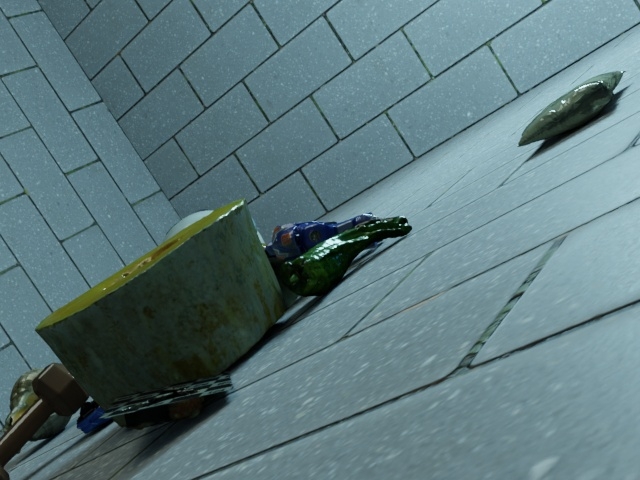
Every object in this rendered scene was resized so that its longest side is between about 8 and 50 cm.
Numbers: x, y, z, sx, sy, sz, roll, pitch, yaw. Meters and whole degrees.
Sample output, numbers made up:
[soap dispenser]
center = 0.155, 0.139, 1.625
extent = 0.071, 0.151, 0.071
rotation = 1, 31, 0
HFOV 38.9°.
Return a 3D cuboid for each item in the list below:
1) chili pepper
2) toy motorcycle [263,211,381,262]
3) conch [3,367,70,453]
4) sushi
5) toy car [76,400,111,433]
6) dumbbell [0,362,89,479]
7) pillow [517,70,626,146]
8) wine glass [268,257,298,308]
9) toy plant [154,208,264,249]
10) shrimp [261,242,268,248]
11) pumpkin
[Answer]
[chili pepper]
center = 0.014, 0.031, 1.265
extent = 0.122, 0.065, 0.279
rotation = -35, -3, 41
[toy motorcycle]
center = 0.000, 0.000, 1.421
extent = 0.205, 0.076, 0.114
rotation = -9, -12, 4
[conch]
center = -0.549, 0.325, 1.763
extent = 0.155, 0.130, 0.207
rotation = -46, 10, 30
[sushi]
center = -0.160, 0.180, 0.988
extent = 0.139, 0.031, 0.201
rotation = -12, -2, -7
[toy car]
center = -0.310, 0.229, 1.454
extent = 0.103, 0.063, 0.216
rotation = -36, 16, 41
[dumbbell]
center = -0.453, 0.289, 1.378
extent = 0.231, 0.082, 0.092
rotation = -50, 13, -28
[pillow]
center = 0.378, -0.201, 1.357
extent = 0.148, 0.050, 0.230
rotation = -26, 3, 29
[wine glass]
center = -0.131, 0.087, 1.443
extent = 0.103, 0.103, 0.222
rotation = -36, 9, -40
[toy plant]
center = -0.201, 0.056, 1.713
extent = 0.247, 0.247, 0.332
rotation = -33, 7, -5
[shrimp]
center = -0.108, 0.032, 1.521
extent = 0.115, 0.217, 0.051
rotation = -18, -58, -76
[pumpkin]
center = -0.191, 0.102, 1.234
extent = 0.332, 0.199, 0.332
rotation = -32, 11, 7
